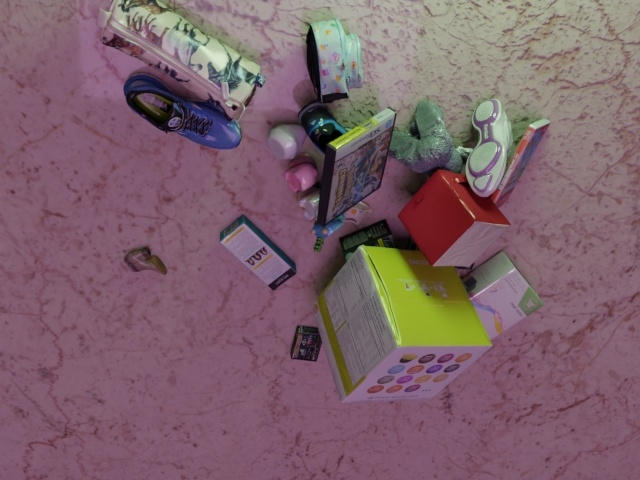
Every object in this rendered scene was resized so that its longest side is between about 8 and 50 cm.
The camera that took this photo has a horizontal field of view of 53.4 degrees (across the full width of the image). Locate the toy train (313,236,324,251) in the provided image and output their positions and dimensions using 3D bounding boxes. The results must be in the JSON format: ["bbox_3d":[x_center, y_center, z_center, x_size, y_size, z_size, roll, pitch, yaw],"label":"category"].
[{"bbox_3d":[0.000,0.000,1.981,0.024,0.017,0.083,6,119,-22],"label":"toy train"}]

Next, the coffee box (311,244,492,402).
[{"bbox_3d":[0.226,0.250,1.883,0.338,0.338,0.334,5,139,-30],"label":"coffee box"}]

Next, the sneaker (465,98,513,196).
[{"bbox_3d":[0.487,-0.242,1.760,0.114,0.305,0.152,-10,145,40],"label":"sneaker"}]

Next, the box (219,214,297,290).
[{"bbox_3d":[-0.189,0.040,1.954,0.100,0.060,0.244,-37,118,14],"label":"box"}]

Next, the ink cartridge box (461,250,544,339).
[{"bbox_3d":[0.528,0.224,2.119,0.353,0.119,0.207,-38,118,14],"label":"ink cartridge box"}]

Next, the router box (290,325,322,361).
[{"bbox_3d":[-0.046,0.352,2.167,0.092,0.038,0.122,8,118,-12],"label":"router box"}]

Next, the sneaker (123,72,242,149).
[{"bbox_3d":[-0.364,-0.316,1.675,0.330,0.147,0.129,22,115,-19],"label":"sneaker"}]

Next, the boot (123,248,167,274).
[{"bbox_3d":[-0.538,0.076,1.946,0.087,0.042,0.118,-26,119,15],"label":"boot"}]

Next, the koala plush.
[{"bbox_3d":[0.326,-0.237,1.799,0.196,0.203,0.221,-42,129,15],"label":"koala plush"}]

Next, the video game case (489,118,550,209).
[{"bbox_3d":[0.567,-0.211,1.841,0.025,0.204,0.285,32,118,19],"label":"video game case"}]

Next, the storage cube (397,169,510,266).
[{"bbox_3d":[0.370,-0.057,1.773,0.184,0.193,0.215,4,136,-44],"label":"storage cube"}]

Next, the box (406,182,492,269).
[{"bbox_3d":[0.398,-0.041,1.984,0.216,0.060,0.270,4,119,-9],"label":"box"}]

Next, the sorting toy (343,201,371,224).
[{"bbox_3d":[0.101,-0.081,1.935,0.083,0.045,0.075,11,125,-14],"label":"sorting toy"}]

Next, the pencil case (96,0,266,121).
[{"bbox_3d":[-0.342,-0.459,1.575,0.410,0.183,0.160,29,113,-21],"label":"pencil case"}]

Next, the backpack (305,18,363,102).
[{"bbox_3d":[0.033,-0.467,1.625,0.144,0.166,0.188,-14,122,4],"label":"backpack"}]

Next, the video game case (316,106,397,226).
[{"bbox_3d":[0.096,-0.195,1.711,0.248,0.035,0.274,-36,150,-33],"label":"video game case"}]

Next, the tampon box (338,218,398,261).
[{"bbox_3d":[0.156,0.033,1.970,0.161,0.101,0.120,-23,120,6],"label":"tampon box"}]

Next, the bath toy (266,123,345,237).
[{"bbox_3d":[-0.036,-0.181,1.810,0.129,0.151,0.348,-39,120,-26],"label":"bath toy"}]

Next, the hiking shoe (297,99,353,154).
[{"bbox_3d":[0.054,-0.253,1.742,0.113,0.132,0.304,-37,139,25],"label":"hiking shoe"}]
